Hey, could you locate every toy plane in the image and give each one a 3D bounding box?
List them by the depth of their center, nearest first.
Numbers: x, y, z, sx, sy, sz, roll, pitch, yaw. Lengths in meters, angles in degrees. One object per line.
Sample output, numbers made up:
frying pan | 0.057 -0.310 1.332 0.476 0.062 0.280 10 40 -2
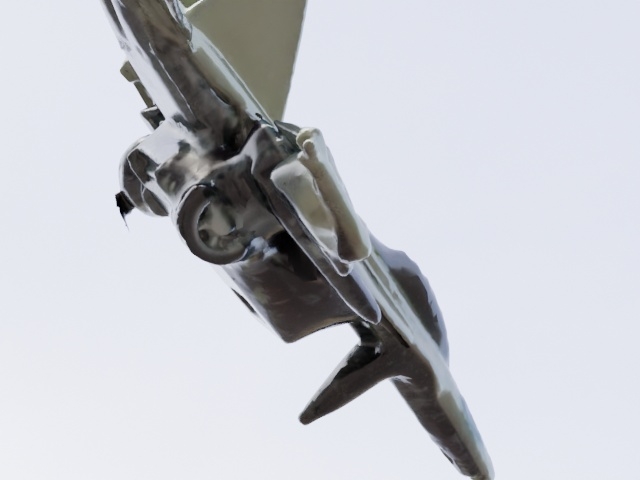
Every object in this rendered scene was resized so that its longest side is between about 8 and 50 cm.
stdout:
toy plane | -0.009 0.006 0.462 0.088 0.192 0.262 -31 -67 -13
